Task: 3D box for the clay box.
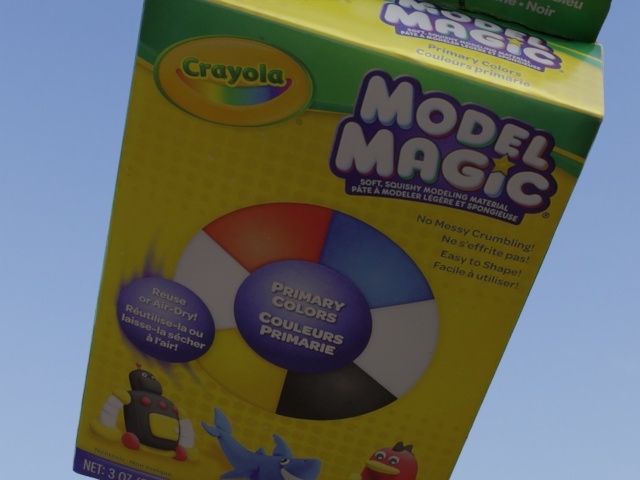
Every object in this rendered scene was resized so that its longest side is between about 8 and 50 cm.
[{"bbox_3d":[0.000,0.000,0.369,0.127,0.053,0.222,16,-54,1],"label":"clay box"}]
